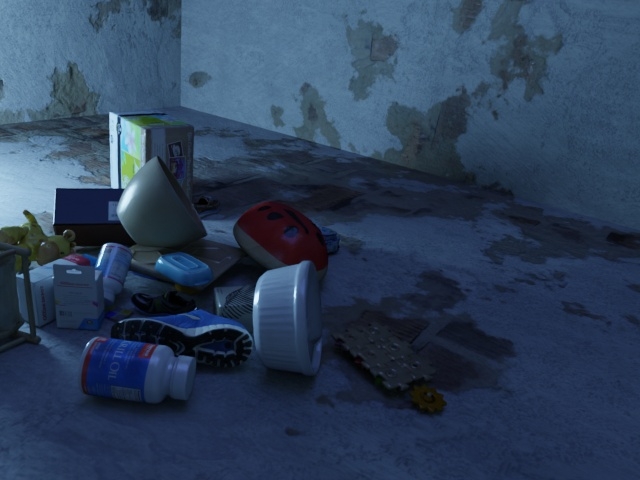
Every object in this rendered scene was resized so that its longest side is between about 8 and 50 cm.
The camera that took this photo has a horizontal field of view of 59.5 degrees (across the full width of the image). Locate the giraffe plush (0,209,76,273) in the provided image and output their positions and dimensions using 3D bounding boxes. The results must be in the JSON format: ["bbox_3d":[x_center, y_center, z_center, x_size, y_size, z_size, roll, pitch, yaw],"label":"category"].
[{"bbox_3d":[-0.813,0.028,1.625,0.171,0.181,0.210,19,41,-1],"label":"giraffe plush"}]

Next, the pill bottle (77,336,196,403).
[{"bbox_3d":[-0.385,0.279,1.194,0.222,0.124,0.124,7,23,0],"label":"pill bottle"}]

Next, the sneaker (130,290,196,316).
[{"bbox_3d":[-0.417,0.166,1.508,0.188,0.078,0.067,11,23,11],"label":"sneaker"}]

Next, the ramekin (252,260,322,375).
[{"bbox_3d":[-0.075,0.187,1.340,0.127,0.272,0.273,-4,22,7],"label":"ramekin"}]

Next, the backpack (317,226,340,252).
[{"bbox_3d":[0.000,0.000,2.004,0.114,0.084,0.105,-17,30,-38],"label":"backpack"}]

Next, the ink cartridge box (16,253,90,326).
[{"bbox_3d":[-0.690,0.126,1.462,0.072,0.127,0.175,16,24,23],"label":"ink cartridge box"}]

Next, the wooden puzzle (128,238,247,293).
[{"bbox_3d":[-0.435,0.070,1.741,0.322,0.080,0.348,14,19,16],"label":"wooden puzzle"}]

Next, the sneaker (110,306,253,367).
[{"bbox_3d":[-0.332,0.236,1.350,0.330,0.129,0.147,6,9,-10],"label":"sneaker"}]

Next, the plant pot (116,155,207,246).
[{"bbox_3d":[-0.503,-0.090,1.709,0.191,0.284,0.284,-30,31,-4],"label":"plant pot"}]

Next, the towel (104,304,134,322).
[{"bbox_3d":[-0.548,0.194,1.494,0.083,0.009,0.060,15,25,19],"label":"towel"}]

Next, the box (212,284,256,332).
[{"bbox_3d":[-0.148,0.182,1.523,0.275,0.094,0.113,-3,25,-20],"label":"box"}]

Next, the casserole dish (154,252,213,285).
[{"bbox_3d":[-0.381,0.076,1.567,0.188,0.036,0.114,22,23,37],"label":"casserole dish"}]

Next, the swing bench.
[{"bbox_3d":[-0.804,0.116,1.297,0.255,0.253,0.165,21,27,29],"label":"swing bench"}]

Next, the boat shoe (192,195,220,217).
[{"bbox_3d":[-0.454,-0.141,2.228,0.066,0.066,0.183,14,24,17],"label":"boat shoe"}]

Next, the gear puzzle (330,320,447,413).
[{"bbox_3d":[0.183,0.315,1.382,0.176,0.044,0.339,-8,30,-35],"label":"gear puzzle"}]

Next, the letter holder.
[{"bbox_3d":[-0.720,-0.053,1.883,0.302,0.214,0.152,-1,56,-19],"label":"letter holder"}]

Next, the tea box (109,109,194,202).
[{"bbox_3d":[-0.691,-0.336,2.286,0.220,0.328,0.324,-15,31,-42],"label":"tea box"}]

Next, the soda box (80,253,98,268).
[{"bbox_3d":[-0.718,0.109,1.572,0.071,0.067,0.210,18,26,24],"label":"soda box"}]

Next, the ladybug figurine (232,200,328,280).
[{"bbox_3d":[-0.116,-0.008,1.818,0.305,0.161,0.449,15,15,-31],"label":"ladybug figurine"}]

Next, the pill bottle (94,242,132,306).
[{"bbox_3d":[-0.574,0.094,1.523,0.087,0.087,0.160,7,58,1],"label":"pill bottle"}]

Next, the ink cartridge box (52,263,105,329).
[{"bbox_3d":[-0.605,0.131,1.406,0.104,0.181,0.061,5,23,-5],"label":"ink cartridge box"}]
